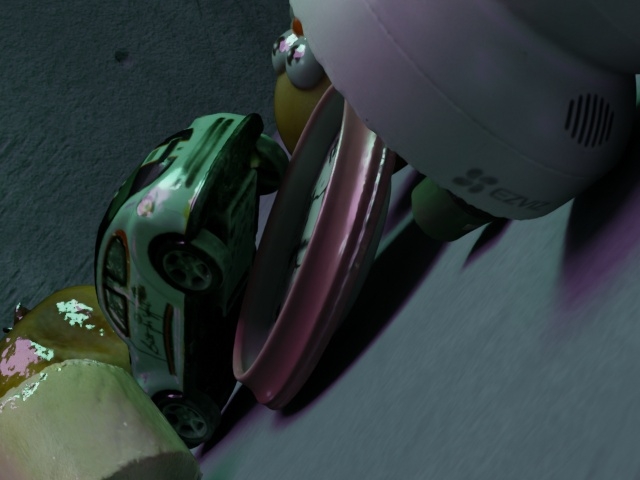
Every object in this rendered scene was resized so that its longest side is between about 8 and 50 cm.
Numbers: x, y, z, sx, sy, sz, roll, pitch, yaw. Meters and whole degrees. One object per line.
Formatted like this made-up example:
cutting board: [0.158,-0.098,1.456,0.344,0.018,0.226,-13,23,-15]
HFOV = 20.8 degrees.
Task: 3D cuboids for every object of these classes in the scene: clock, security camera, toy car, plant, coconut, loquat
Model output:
clock: [0.001,0.001,1.202,0.244,0.056,0.244,-162,90,-80]
security camera: [0.122,-0.148,0.803,0.236,0.194,0.194,-46,8,30]
toy car: [-0.108,0.029,1.362,0.306,0.125,0.136,98,-164,-46]
plant: [0.094,-0.037,0.981,0.102,0.051,0.051,-37,15,48]
coconut: [-0.162,0.173,1.221,0.147,0.152,0.147,-32,-25,-17]
loquat: [-0.230,0.140,1.653,0.213,0.213,0.213,-51,6,8]

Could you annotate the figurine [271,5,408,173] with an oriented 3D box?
figurine: [0.073,-0.170,1.367,0.285,0.167,0.342,-56,7,6]
